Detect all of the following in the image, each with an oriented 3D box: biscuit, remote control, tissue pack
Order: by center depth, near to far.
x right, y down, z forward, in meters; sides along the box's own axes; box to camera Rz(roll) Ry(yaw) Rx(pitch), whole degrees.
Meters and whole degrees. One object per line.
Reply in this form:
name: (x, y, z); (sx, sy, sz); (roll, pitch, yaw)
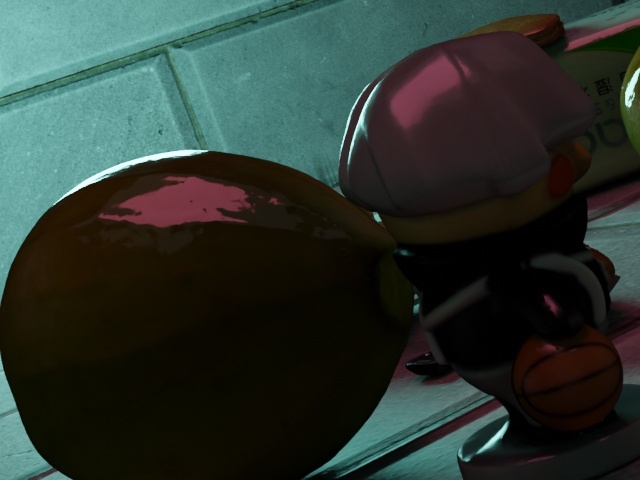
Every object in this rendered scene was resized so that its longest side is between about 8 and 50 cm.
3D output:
remote control: (0.110, 0.084, 1.113); (0.096, 0.014, 0.039); (-23, 8, -37)
biscuit: (0.194, -0.235, 1.759); (0.192, 0.036, 0.186); (-26, 14, -12)
tissue pack: (0.345, -0.183, 1.861); (0.405, 0.205, 0.332); (-18, 11, 10)

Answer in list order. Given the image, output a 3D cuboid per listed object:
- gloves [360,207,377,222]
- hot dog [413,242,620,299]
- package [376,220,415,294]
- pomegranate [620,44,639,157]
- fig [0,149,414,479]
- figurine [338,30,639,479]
gloves: (-0.003, 0.015, 1.739); (0.218, 0.131, 0.140); (11, 7, 4)
hot dog: (0.150, 0.028, 1.138); (0.131, 0.069, 0.252); (-1, 3, -15)
package: (0.002, 0.053, 1.358); (0.223, 0.108, 0.288); (-24, -3, 19)
pomegranate: (0.352, -0.107, 1.117); (0.233, 0.233, 0.233); (-20, 6, 2)
fig: (-0.063, 0.053, 0.902); (0.271, 0.239, 0.239); (-19, 5, 39)
figurine: (0.096, 0.008, 0.761); (0.133, 0.236, 0.176); (-20, 5, -8)
